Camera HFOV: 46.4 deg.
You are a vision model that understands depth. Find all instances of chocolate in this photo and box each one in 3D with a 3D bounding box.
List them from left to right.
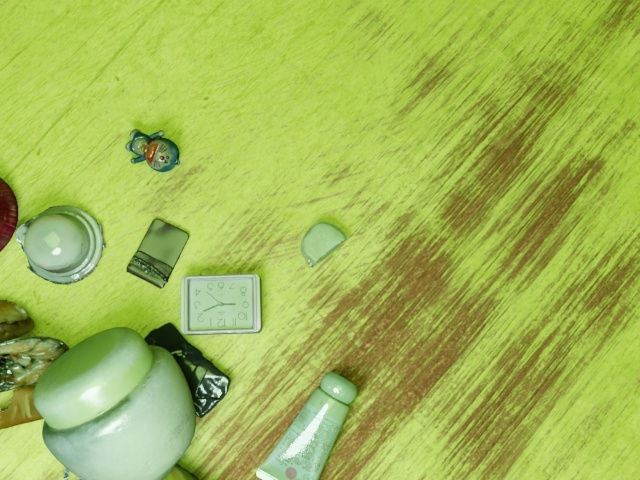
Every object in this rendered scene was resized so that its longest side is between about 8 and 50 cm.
[{"bbox_3d":[-0.649,0.000,1.817,0.222,0.147,0.221,0,80,3],"label":"chocolate"}]

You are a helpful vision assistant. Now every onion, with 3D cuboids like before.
[{"bbox_3d":[-0.861,-0.056,1.823,0.248,0.161,0.247,-2,96,-16],"label":"onion"}]

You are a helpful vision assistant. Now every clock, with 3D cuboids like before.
[{"bbox_3d":[-0.244,0.156,1.844,0.197,0.063,0.150,-1,81,-2],"label":"clock"}]

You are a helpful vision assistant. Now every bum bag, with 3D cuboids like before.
[{"bbox_3d":[-0.408,0.031,1.879,0.109,0.026,0.159,24,80,3],"label":"bum bag"},{"bbox_3d":[-0.335,0.310,1.815,0.248,0.060,0.123,40,85,7],"label":"bum bag"}]

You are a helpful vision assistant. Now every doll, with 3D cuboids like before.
[{"bbox_3d":[-0.420,-0.226,1.896,0.152,0.085,0.114,28,104,13],"label":"doll"}]

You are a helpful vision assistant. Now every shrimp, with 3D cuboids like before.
[{"bbox_3d":[-0.766,0.293,1.726,0.365,0.233,0.071,-15,62,-4],"label":"shrimp"}]

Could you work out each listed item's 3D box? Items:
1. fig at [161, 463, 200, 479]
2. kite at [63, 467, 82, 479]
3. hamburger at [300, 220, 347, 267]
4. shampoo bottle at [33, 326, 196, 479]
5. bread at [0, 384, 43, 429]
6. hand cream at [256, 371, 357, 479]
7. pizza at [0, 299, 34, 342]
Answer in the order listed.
[{"bbox_3d":[-0.337,0.630,1.682,0.240,0.239,0.270,-8,64,-3],"label":"fig"},{"bbox_3d":[-0.559,0.493,1.776,0.141,0.015,0.245,11,84,-28],"label":"kite"},{"bbox_3d":[0.000,0.000,1.886,0.121,0.054,0.084,-36,79,-10],"label":"hamburger"},{"bbox_3d":[-0.445,0.377,1.659,0.323,0.322,0.317,-34,112,-7],"label":"shampoo bottle"},{"bbox_3d":[-0.681,0.390,1.796,0.226,0.049,0.088,-12,83,-4],"label":"bread"},{"bbox_3d":[-0.017,0.462,1.784,0.147,0.093,0.305,30,82,5],"label":"hand cream"},{"bbox_3d":[-0.927,0.180,1.669,0.435,0.392,0.080,15,104,5],"label":"pizza"}]
